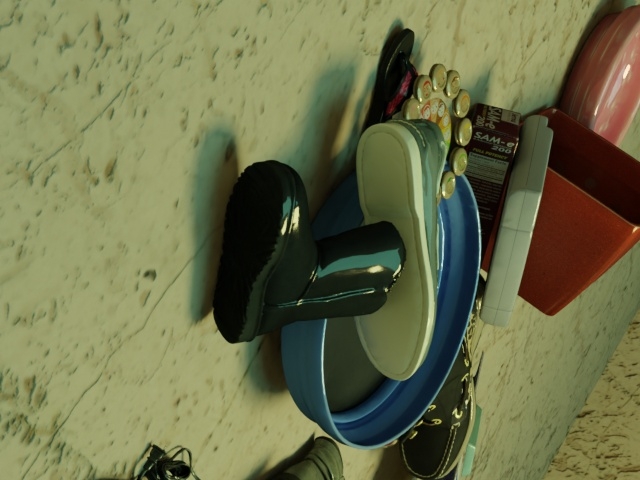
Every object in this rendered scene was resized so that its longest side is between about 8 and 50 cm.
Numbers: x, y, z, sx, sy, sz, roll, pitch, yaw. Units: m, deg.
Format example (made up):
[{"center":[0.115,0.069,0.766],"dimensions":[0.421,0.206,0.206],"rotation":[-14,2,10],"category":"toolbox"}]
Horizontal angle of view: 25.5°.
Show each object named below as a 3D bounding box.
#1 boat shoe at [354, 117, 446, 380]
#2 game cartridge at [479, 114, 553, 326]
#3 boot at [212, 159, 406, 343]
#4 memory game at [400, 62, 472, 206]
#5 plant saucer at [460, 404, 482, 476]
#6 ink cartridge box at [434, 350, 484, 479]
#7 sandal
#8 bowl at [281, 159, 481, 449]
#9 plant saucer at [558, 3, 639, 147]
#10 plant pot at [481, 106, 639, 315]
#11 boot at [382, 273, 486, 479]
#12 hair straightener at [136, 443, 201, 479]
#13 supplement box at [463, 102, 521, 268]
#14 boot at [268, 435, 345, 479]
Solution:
[{"center":[0.107,0.009,1.675],"dimensions":[0.099,0.116,0.319],"rotation":[-23,118,-47],"category":"boat shoe"},{"center":[0.289,-0.017,2.110],"dimensions":[0.294,0.060,0.196],"rotation":[96,5,-46],"category":"game cartridge"},{"center":[0.000,0.000,1.548],"dimensions":[0.207,0.094,0.246],"rotation":[-13,136,-32],"category":"boot"},{"center":[0.145,-0.129,1.774],"dimensions":[0.186,0.012,0.186],"rotation":[-20,114,-53],"category":"memory game"},{"center":[0.275,0.361,2.564],"dimensions":[0.192,0.018,0.067],"rotation":[-59,159,-72],"category":"plant saucer"},{"center":[0.221,0.399,2.532],"dimensions":[0.304,0.072,0.307],"rotation":[-69,166,-48],"category":"ink cartridge box"},{"center":[0.094,-0.176,1.747],"dimensions":[0.067,0.040,0.179],"rotation":[-29,139,-57],"category":"sandal"},{"center":[0.083,0.076,1.847],"dimensions":[0.391,0.077,0.391],"rotation":[-30,128,-48],"category":"bowl"},{"center":[0.521,-0.282,2.582],"dimensions":[0.332,0.084,0.332],"rotation":[-51,156,-34],"category":"plant saucer"},{"center":[0.394,-0.035,2.349],"dimensions":[0.267,0.267,0.236],"rotation":[-28,150,-57],"category":"plant pot"},{"center":[0.143,0.244,2.191],"dimensions":[0.284,0.138,0.377],"rotation":[-31,137,-57],"category":"boot"},{"center":[-0.179,0.274,1.587],"dimensions":[0.230,0.047,0.089],"rotation":[12,101,-66],"category":"hair straightener"},{"center":[0.230,-0.068,2.088],"dimensions":[0.130,0.073,0.239],"rotation":[-65,170,-68],"category":"supplement box"},{"center":[0.001,0.418,2.036],"dimensions":[0.161,0.083,0.246],"rotation":[-26,112,-57],"category":"boot"}]
